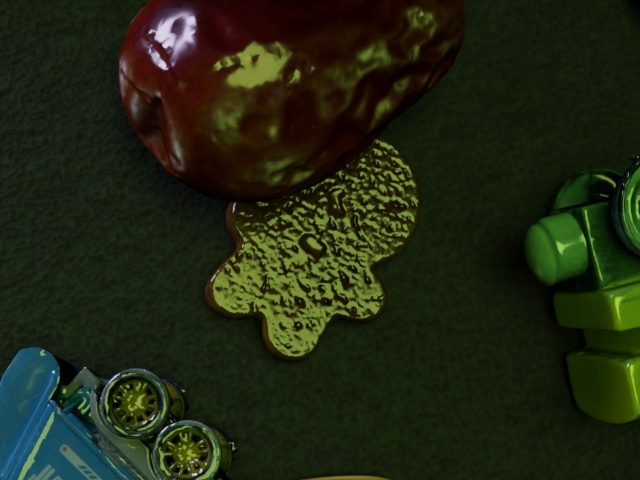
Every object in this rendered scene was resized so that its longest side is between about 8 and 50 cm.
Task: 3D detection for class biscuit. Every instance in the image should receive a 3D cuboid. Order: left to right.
[{"bbox_3d":[0.000,0.000,1.131,0.180,0.039,0.236,39,76,1],"label":"biscuit"}]

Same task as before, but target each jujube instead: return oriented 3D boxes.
[{"bbox_3d":[-0.021,-0.166,1.069,0.318,0.223,0.223,-29,88,-24],"label":"jujube"}]

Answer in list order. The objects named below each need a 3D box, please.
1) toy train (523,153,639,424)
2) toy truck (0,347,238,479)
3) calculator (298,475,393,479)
[{"bbox_3d":[0.417,0.029,1.150,0.442,0.179,0.272,-13,91,-14],"label":"toy train"},{"bbox_3d":[-0.127,0.238,1.002,0.367,0.146,0.175,42,82,9],"label":"toy truck"},{"bbox_3d":[0.021,0.292,1.095,0.235,0.032,0.146,-1,82,-10],"label":"calculator"}]
